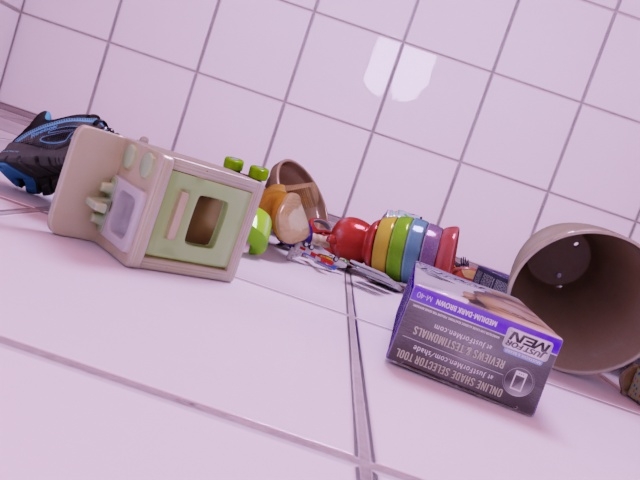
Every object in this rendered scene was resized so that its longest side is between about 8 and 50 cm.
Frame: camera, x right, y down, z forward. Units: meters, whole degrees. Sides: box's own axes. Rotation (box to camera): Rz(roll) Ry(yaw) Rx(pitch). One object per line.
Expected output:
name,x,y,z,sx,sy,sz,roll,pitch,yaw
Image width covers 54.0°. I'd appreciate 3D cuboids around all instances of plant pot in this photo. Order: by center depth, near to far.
plant pot,0.463,0.070,1.162,0.257,0.256,0.274,19,19,5
plant pot,-0.086,-0.095,1.717,0.110,0.237,0.237,-23,-15,26

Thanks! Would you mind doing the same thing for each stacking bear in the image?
stacking bear,0.160,0.020,1.442,0.289,0.164,0.175,11,26,14

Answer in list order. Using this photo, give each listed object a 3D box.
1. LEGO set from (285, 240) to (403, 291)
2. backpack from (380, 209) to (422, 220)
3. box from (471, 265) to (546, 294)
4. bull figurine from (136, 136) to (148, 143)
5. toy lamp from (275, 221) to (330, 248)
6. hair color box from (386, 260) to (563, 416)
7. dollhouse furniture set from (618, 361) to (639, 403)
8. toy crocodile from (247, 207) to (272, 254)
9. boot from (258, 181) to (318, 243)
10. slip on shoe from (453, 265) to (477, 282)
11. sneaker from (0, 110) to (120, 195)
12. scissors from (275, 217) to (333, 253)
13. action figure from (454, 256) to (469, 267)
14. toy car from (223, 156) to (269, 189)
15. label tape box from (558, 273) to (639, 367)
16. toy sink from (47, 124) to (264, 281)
LEGO set,0.041,0.061,1.343,0.244,0.060,0.182,23,-6,23
backpack,0.192,-0.003,1.594,0.115,0.152,0.182,9,-20,-5
box,0.441,0.146,1.393,0.153,0.108,0.207,18,5,-18
bull figurine,-0.369,-0.126,1.241,0.310,0.101,0.188,12,-33,10
toy lamp,0.000,0.000,1.525,0.080,0.080,0.275,23,5,40
hair color box,0.203,0.118,0.892,0.185,0.110,0.339,21,7,7
dollhouse furniture set,0.572,0.205,0.972,0.101,0.160,0.182,18,5,-3
toy crocodile,-0.246,-0.055,1.133,0.341,0.105,0.115,11,43,-22
boot,-0.129,-0.047,1.352,0.211,0.104,0.295,-12,18,16
slip on shoe,0.300,0.079,1.629,0.123,0.101,0.331,14,6,-25
sneaker,-0.359,-0.145,1.000,0.341,0.139,0.125,10,-29,20
scissors,-0.043,-0.019,1.591,0.297,0.021,0.109,6,57,-56
action figure,0.362,0.034,2.082,0.164,0.140,0.276,0,18,-37
toy car,-0.233,-0.117,1.574,0.149,0.155,0.188,20,15,16
label tape box,0.663,0.195,1.350,0.249,0.115,0.347,33,-27,54
toy sink,-0.216,-0.045,0.849,0.234,0.152,0.131,15,7,-43
